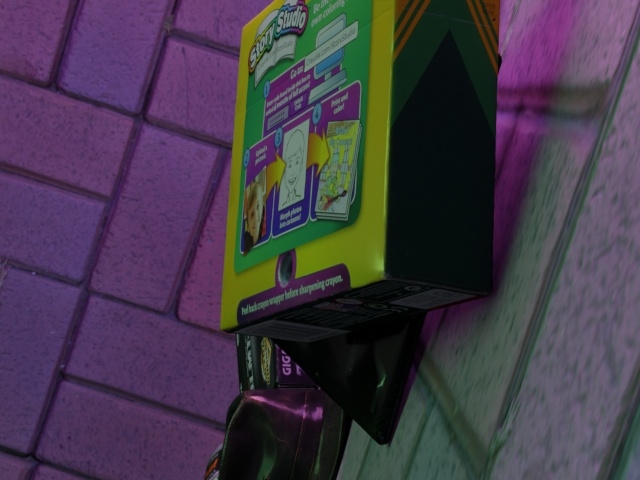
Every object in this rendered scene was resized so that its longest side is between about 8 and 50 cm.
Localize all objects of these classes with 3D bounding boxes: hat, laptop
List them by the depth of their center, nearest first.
[{"bbox_3d":[0.107,-0.048,1.500,0.408,0.236,0.382,39,119,55],"label":"laptop"},{"bbox_3d":[-0.060,0.262,1.773,0.331,0.134,0.331,-162,90,-87],"label":"hat"}]

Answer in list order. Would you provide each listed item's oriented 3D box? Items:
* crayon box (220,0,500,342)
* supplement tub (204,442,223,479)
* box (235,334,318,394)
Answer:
[{"bbox_3d":[0.027,-0.087,1.259,0.363,0.106,0.313,158,119,-64],"label":"crayon box"},{"bbox_3d":[-0.119,0.376,2.163,0.190,0.117,0.117,-102,29,-82],"label":"supplement tub"},{"bbox_3d":[-0.076,0.154,2.288,0.293,0.073,0.295,119,150,-58],"label":"box"}]
